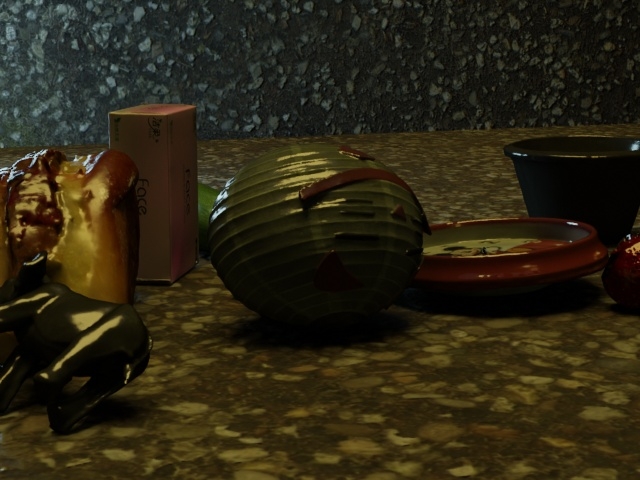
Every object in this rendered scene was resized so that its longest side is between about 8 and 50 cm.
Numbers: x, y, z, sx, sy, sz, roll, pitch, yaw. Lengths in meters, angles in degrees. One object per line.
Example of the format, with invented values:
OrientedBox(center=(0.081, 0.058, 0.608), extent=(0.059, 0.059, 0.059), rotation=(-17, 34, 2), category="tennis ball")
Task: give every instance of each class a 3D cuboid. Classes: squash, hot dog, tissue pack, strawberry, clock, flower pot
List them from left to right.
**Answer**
OrientedBox(center=(-0.313, -0.001, 1.374), extent=(0.185, 0.223, 0.405), rotation=(1, 11, -8), category="hot dog")
OrientedBox(center=(-0.239, -0.069, 1.660), extent=(0.092, 0.247, 0.148), rotation=(3, 12, 10), category="tissue pack")
OrientedBox(center=(-0.216, -0.044, 1.907), extent=(0.107, 0.107, 0.395), rotation=(-7, 12, -32), category="squash")
OrientedBox(center=(0.229, 0.030, 1.552), extent=(0.318, 0.080, 0.318), rotation=(-6, 10, 1), category="clock")
OrientedBox(center=(0.439, -0.085, 1.921), extent=(0.268, 0.166, 0.269), rotation=(-1, 13, 0), category="flower pot")
OrientedBox(center=(0.406, 0.043, 1.435), extent=(0.106, 0.106, 0.106), rotation=(-1, 11, 0), category="strawberry")

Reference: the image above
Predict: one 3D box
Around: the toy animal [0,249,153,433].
OrientedBox(center=(-0.269, 0.098, 1.104), extent=(0.245, 0.115, 0.146), rotation=(25, 45, 22), category="toy animal")

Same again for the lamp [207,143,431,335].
OrientedBox(center=(0.000, 0.000, 1.361), extent=(0.265, 0.233, 0.233), rotation=(1, 7, -41), category="lamp")
